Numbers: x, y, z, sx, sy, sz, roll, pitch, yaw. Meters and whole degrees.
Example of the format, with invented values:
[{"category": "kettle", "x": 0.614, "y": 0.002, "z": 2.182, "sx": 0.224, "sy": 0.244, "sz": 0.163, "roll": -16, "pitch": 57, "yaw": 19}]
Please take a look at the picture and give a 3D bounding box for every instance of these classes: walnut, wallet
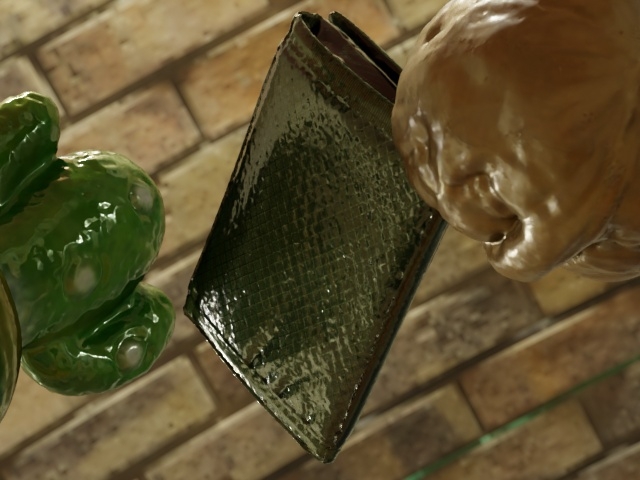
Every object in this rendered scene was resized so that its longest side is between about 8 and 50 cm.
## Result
[{"category": "walnut", "x": 0.111, "y": -0.054, "z": 0.734, "sx": 0.166, "sy": 0.166, "sz": 0.149, "roll": -5, "pitch": 62, "yaw": 56}, {"category": "wallet", "x": 0.002, "y": 0.000, "z": 1.001, "sx": 0.055, "sy": 0.236, "sz": 0.160, "roll": -9, "pitch": 44, "yaw": -38}]

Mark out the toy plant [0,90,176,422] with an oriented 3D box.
[{"category": "toy plant", "x": -0.224, "y": 0.024, "z": 1.140, "sx": 0.184, "sy": 0.224, "sz": 0.316, "roll": -12, "pitch": 10, "yaw": 35}]
